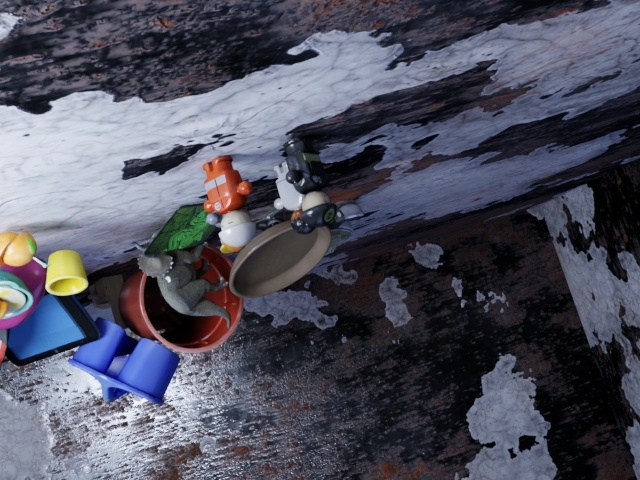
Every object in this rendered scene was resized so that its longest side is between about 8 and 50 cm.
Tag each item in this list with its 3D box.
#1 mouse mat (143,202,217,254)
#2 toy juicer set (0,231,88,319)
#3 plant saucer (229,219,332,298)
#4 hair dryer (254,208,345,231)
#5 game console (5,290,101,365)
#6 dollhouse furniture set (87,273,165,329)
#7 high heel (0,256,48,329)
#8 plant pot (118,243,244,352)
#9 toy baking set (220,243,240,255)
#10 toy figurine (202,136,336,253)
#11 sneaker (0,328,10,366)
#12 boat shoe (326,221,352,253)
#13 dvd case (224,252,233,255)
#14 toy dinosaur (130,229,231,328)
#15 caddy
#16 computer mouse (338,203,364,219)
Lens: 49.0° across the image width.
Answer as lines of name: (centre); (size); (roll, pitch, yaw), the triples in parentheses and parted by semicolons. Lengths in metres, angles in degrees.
mouse mat: (-0.265, -0.027, 1.444); (0.153, 0.007, 0.190); (-11, 158, -43)
toy juicer set: (-0.579, 0.086, 1.171); (0.329, 0.089, 0.209); (-22, 152, 11)
plant saucer: (-0.100, 0.039, 1.679); (0.278, 0.041, 0.277); (-27, 154, -15)
hair dryer: (-0.083, -0.039, 1.803); (0.224, 0.080, 0.293); (3, 161, -18)
game console: (-0.701, 0.192, 1.590); (0.293, 0.173, 0.250); (-21, 172, 21)
dollhouse furniture set: (-0.568, 0.212, 2.059); (0.303, 0.173, 0.356); (-9, 169, -46)
high heel: (-0.681, 0.118, 1.319); (0.377, 0.127, 0.181); (-29, 158, 28)
plant pot: (-0.377, 0.152, 1.798); (0.273, 0.272, 0.265); (-12, 179, -35)
toy baking set: (-0.155, 0.018, 1.841); (0.197, 0.030, 0.256); (9, 168, -15)
toy figurine: (-0.089, -0.063, 1.179); (0.213, 0.148, 0.209); (-16, 173, -13)
sneaker: (-0.760, 0.220, 1.522); (0.145, 0.090, 0.270); (11, 145, -24)
boat shoe: (0.000, 0.000, 2.096); (0.109, 0.094, 0.302); (-22, 171, 35)
dvd case: (-0.250, 0.041, 2.130); (0.165, 0.018, 0.221); (-20, 172, 21)
toy dinosaur: (-0.313, 0.088, 1.602); (0.160, 0.313, 0.121); (-39, -148, -29)
caddy: (-0.499, 0.328, 1.782); (0.241, 0.179, 0.341); (24, 164, 1)
computer mouse: (0.077, -0.076, 1.927); (0.106, 0.042, 0.193); (-12, 178, -7)
